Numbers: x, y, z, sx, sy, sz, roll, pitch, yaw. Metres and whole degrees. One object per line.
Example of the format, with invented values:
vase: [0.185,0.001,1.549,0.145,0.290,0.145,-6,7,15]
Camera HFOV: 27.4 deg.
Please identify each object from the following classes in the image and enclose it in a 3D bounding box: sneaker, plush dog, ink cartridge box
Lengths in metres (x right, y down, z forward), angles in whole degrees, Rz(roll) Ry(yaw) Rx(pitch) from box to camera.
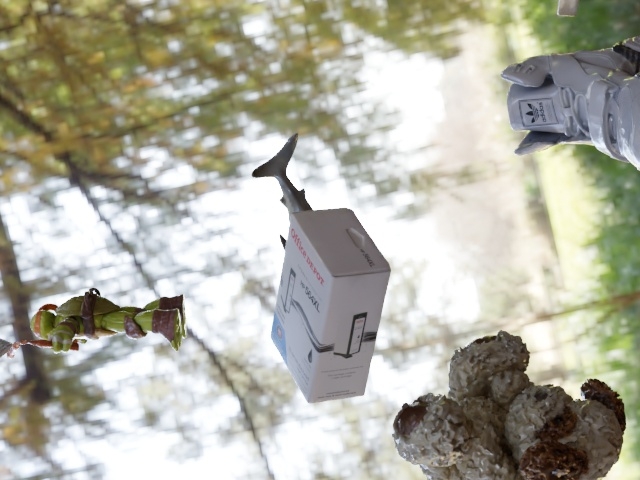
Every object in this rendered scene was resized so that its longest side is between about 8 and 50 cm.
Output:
sneaker: [0.342,-0.154,1.652,0.366,0.210,0.137,-74,-27,-66]
plush dog: [0.242,0.240,1.536,0.262,0.225,0.211,-35,-66,-51]
ink cartridge box: [0.009,0.080,1.664,0.148,0.085,0.203,-124,35,-49]

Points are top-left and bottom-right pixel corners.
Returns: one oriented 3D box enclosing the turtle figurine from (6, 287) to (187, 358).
turtle figurine: [-0.289,0.105,1.735,0.269,0.217,0.087,63,-155,-88]

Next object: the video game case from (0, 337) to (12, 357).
video game case: [-0.529,0.175,1.942,0.122,0.087,0.011,-43,-39,-44]

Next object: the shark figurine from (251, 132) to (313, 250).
shark figurine: [-0.002,-0.021,2.073,0.166,0.116,0.278,14,-123,-72]

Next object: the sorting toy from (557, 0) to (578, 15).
sorting toy: [0.341,-0.427,1.513,0.257,0.089,0.256,75,-155,-70]
